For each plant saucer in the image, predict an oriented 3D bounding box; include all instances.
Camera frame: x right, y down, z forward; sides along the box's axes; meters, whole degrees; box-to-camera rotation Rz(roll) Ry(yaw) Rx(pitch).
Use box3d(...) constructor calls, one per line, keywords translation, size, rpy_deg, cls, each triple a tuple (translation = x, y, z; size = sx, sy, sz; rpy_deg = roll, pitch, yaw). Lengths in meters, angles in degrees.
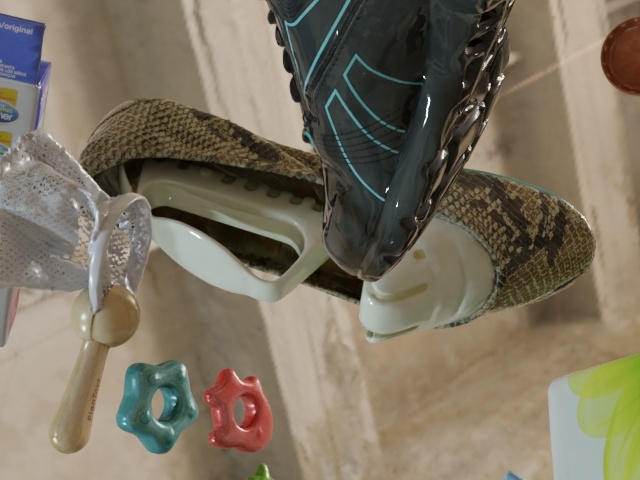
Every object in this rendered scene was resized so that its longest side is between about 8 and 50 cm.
box3d(translation=(0.326, -0.185, 1.193), size=(0.013, 0.083, 0.083), rpy_deg=(24, -95, -69), cls="plant saucer")

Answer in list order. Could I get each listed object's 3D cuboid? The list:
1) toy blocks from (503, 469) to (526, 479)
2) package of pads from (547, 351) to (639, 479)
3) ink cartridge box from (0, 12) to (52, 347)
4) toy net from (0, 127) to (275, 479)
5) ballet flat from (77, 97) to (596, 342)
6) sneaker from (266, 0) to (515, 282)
box3d(translation=(0.182, 0.215, 0.864), size=(0.148, 0.123, 0.054), rpy_deg=(38, -91, -1), cls="toy blocks")
box3d(translation=(0.326, 0.256, 1.139), size=(0.101, 0.229, 0.296), rpy_deg=(9, -110, -25), cls="package of pads")
box3d(translation=(-0.328, -0.065, 0.970), size=(0.186, 0.065, 0.311), rpy_deg=(13, -58, -6), cls="ink cartridge box")
box3d(translation=(-0.065, 0.057, 0.512), size=(0.122, 0.045, 0.232), rpy_deg=(-31, -72, -46), cls="toy net")
box3d(translation=(0.000, 0.000, 1.065), size=(0.182, 0.483, 0.164), rpy_deg=(-65, -12, -53), cls="ballet flat")
box3d(translation=(0.028, -0.093, 0.499), size=(0.101, 0.106, 0.267), rpy_deg=(-53, -17, -42), cls="sneaker")
